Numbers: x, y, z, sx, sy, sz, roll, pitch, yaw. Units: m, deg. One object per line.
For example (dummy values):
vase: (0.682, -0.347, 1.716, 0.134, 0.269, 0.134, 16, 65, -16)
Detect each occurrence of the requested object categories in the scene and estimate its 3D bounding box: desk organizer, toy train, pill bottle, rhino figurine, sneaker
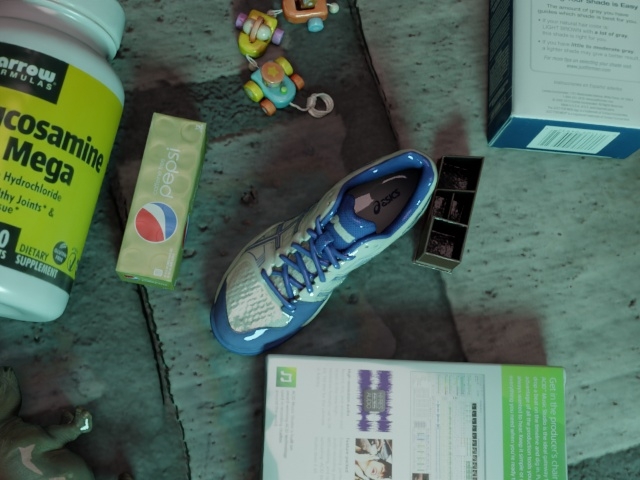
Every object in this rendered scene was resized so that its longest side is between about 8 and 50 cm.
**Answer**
desk organizer: (0.145, -0.034, 0.996, 0.047, 0.050, 0.130, 15, 75, -2)
toy train: (-0.034, -0.226, 1.027, 0.125, 0.046, 0.166, -3, 76, -6)
pill bottle: (-0.308, -0.099, 0.895, 0.187, 0.188, 0.334, 12, 76, -3)
rhino figurine: (-0.274, 0.209, 0.870, 0.243, 0.073, 0.106, 43, 52, 7)
sneaker: (0.000, 0.000, 0.933, 0.296, 0.131, 0.112, -43, 86, -12)

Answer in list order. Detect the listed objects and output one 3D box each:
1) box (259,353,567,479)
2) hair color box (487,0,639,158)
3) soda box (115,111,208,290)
box: (0.096, 0.242, 0.923, 0.322, 0.058, 0.232, 3, 76, -4)
hair color box: (0.294, -0.280, 1.042, 0.173, 0.105, 0.347, 5, 76, -5)
soda box: (-0.169, -0.042, 0.963, 0.061, 0.058, 0.181, 11, 76, -3)
